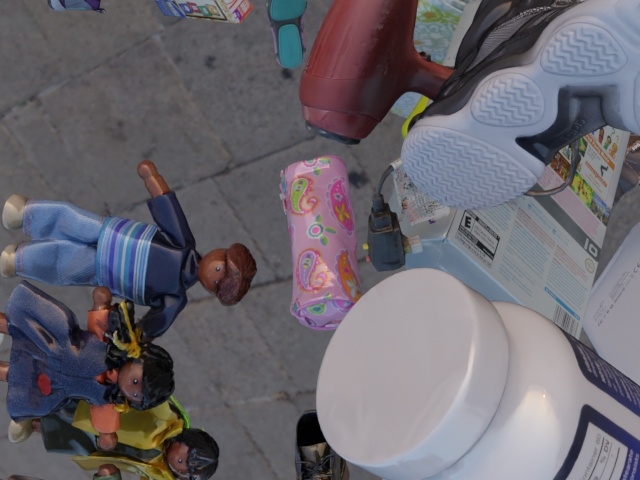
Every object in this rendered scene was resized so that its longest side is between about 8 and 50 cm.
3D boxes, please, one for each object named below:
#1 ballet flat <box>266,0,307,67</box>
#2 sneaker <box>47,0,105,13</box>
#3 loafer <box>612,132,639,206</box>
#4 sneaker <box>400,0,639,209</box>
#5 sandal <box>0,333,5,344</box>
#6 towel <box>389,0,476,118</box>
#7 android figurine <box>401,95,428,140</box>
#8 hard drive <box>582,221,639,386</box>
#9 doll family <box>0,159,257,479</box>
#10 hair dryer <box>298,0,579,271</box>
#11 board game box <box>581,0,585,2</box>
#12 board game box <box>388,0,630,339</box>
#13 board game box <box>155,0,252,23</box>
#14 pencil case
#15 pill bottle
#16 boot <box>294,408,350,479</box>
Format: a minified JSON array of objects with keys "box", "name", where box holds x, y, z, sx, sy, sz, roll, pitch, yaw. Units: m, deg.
[{"box":[-0.063,-0.417,1.767,0.077,0.079,0.221,-10,142,-6],"name":"ballet flat"},{"box":[-0.374,-0.467,1.522,0.098,0.083,0.223,4,127,-15],"name":"sneaker"},{"box":[0.461,-0.123,1.552,0.366,0.130,0.134,-2,168,-1],"name":"loafer"},{"box":[0.168,-0.128,0.606,0.101,0.153,0.269,40,137,-23],"name":"sneaker"},{"box":[-0.418,0.091,1.111,0.088,0.079,0.240,21,143,-4],"name":"sandal"},{"box":[0.212,-0.281,1.503,0.321,0.090,0.374,18,158,-24],"name":"towel"},{"box":[0.229,-0.163,1.295,0.248,0.272,0.056,-1,130,35],"name":"android figurine"},{"box":[0.536,0.121,1.606,0.040,0.318,0.210,25,110,-12],"name":"hard drive"},{"box":[-0.090,0.063,0.425,0.111,0.076,0.192,11,116,16],"name":"doll family"},{"box":[0.090,-0.137,0.830,0.080,0.224,0.293,41,156,60],"name":"hair dryer"},{"box":[0.388,-0.526,1.545,0.064,0.242,0.316,20,148,46],"name":"board game box"},{"box":[0.203,-0.070,0.997,0.098,0.303,0.224,-5,144,47],"name":"board game box"},{"box":[-0.226,-0.441,1.635,0.194,0.045,0.146,17,152,37],"name":"board game box"},{"box":[0.000,0.000,1.562,0.124,0.284,0.124,-5,152,-3],"name":"pencil case"},{"box":[0.131,0.131,0.633,0.153,0.153,0.265,-19,138,42],"name":"pill bottle"},{"box":[-0.013,0.309,1.206,0.082,0.219,0.106,-13,113,10],"name":"boot"}]
